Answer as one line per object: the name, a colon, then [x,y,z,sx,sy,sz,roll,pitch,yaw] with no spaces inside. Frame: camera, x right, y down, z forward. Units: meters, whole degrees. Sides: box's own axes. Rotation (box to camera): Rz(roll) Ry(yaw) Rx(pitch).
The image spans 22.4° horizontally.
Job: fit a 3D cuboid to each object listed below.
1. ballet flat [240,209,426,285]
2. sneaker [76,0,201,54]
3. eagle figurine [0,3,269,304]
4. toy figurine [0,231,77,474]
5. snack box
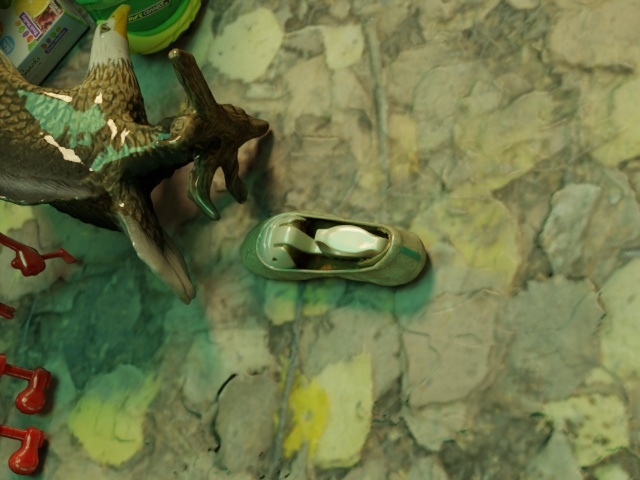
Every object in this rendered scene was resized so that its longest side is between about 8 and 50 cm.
ballet flat: [0.000,0.000,1.193,0.168,0.052,0.057,2,73,35]
sneaker: [-0.138,-0.307,1.366,0.109,0.123,0.295,-1,72,33]
eagle figurine: [-0.200,-0.089,1.270,0.298,0.226,0.225,0,37,17]
toy figurine: [-0.355,0.159,1.352,0.217,0.191,0.362,-23,56,59]
snack box: [-0.286,-0.175,1.469,0.141,0.037,0.100,-47,52,10]
